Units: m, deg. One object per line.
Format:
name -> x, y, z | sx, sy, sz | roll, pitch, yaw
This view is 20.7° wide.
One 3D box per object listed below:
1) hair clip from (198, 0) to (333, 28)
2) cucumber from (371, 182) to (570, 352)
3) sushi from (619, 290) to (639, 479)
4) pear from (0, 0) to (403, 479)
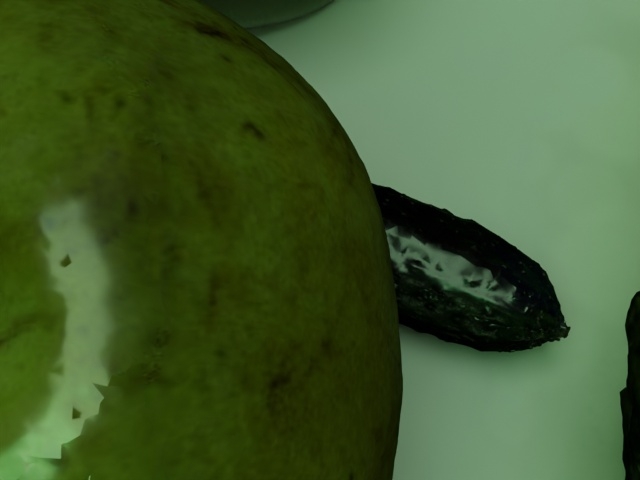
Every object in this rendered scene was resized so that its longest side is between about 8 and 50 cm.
hair clip -> -0.093, -0.165, 0.853 | 0.282, 0.113, 0.173 | 2, 69, 1
cucumber -> 0.000, -0.003, 0.822 | 0.245, 0.067, 0.067 | 15, 70, 3
sushi -> 0.276, 0.107, 0.716 | 0.294, 0.178, 0.352 | -22, 74, -5
pear -> -0.108, 0.054, 0.671 | 0.303, 0.304, 0.304 | 0, 69, 0
